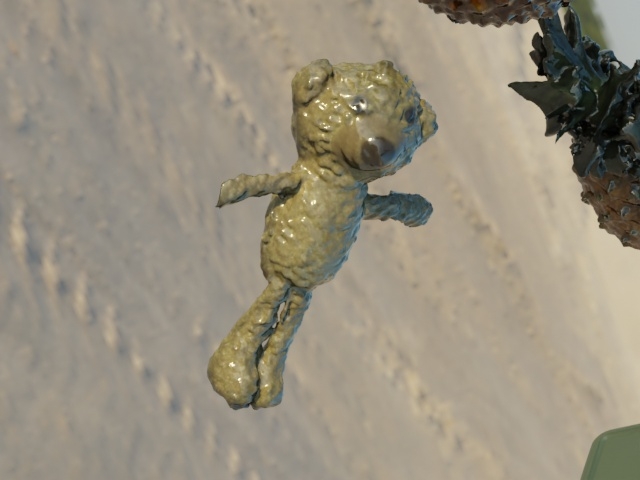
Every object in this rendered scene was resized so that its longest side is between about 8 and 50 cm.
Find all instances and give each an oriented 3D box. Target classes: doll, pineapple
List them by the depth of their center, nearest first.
[{"bbox_3d":[-0.014,-0.007,1.423,0.202,0.286,0.091,44,5,-33],"label":"doll"},{"bbox_3d":[0.297,-0.114,1.782,0.340,0.169,0.169,44,25,-52],"label":"pineapple"}]

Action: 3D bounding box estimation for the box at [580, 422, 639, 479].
[{"bbox_3d":[0.244,0.160,1.287,0.031,0.126,0.091,61,34,-23],"label":"box"}]

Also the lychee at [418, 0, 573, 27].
[{"bbox_3d":[0.147,-0.261,1.437,0.238,0.200,0.200,119,-38,-51],"label":"lychee"}]
